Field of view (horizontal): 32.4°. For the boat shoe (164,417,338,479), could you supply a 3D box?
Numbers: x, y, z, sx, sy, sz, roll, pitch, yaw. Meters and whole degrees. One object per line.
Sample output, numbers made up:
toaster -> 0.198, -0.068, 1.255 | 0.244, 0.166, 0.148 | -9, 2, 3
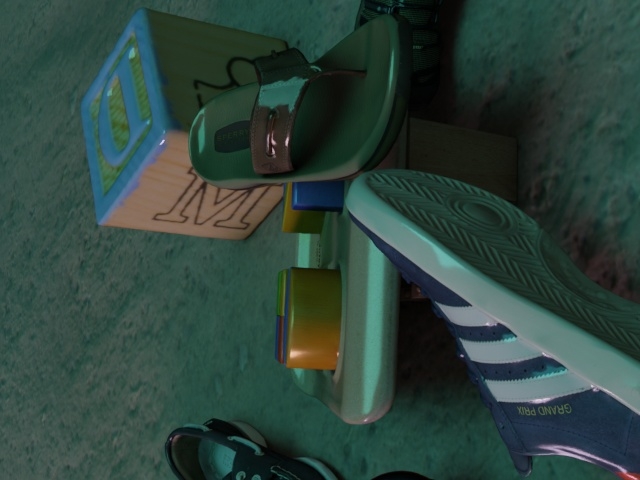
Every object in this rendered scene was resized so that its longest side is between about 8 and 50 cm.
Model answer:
boat shoe -> -0.076, 0.277, 1.217 | 0.302, 0.091, 0.114 | 10, 93, 56

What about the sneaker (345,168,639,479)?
sneaker -> 0.144, 0.081, 0.818 | 0.350, 0.131, 0.148 | 38, 125, 25

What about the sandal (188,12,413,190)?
sandal -> -0.034, -0.104, 0.925 | 0.303, 0.086, 0.120 | -16, 69, 47

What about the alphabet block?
alphabet block -> -0.150, -0.131, 1.302 | 0.193, 0.197, 0.192 | -43, 50, 43

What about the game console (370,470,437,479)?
game console -> 0.033, 0.426, 0.948 | 0.386, 0.060, 0.342 | -43, 54, 22

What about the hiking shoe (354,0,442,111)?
hiking shoe -> 0.079, -0.239, 1.057 | 0.114, 0.086, 0.227 | 118, 149, -70

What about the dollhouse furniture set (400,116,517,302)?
dollhouse furniture set -> 0.082, -0.020, 1.007 | 0.151, 0.123, 0.144 | -8, 77, 55

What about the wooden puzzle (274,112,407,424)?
wooden puzzle -> 0.000, 0.000, 1.061 | 0.348, 0.080, 0.322 | 161, 113, -79
